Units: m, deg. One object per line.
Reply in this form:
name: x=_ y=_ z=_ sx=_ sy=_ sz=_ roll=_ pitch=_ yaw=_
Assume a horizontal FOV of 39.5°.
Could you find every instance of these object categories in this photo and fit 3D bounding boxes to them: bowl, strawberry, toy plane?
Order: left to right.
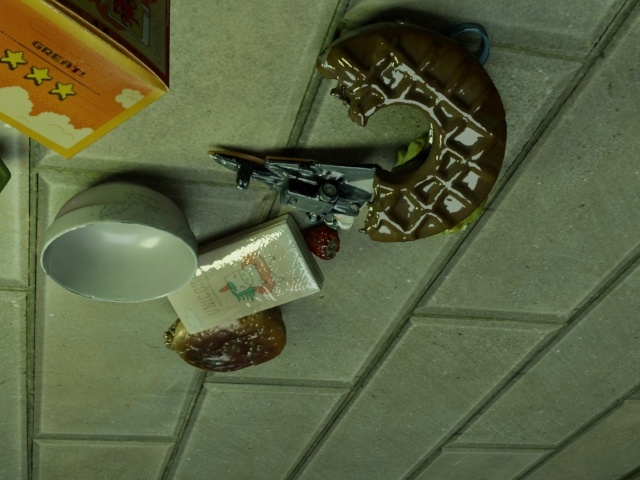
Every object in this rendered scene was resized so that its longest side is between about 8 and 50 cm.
bowl: x=-0.376 y=-0.011 z=1.689 sx=0.287 sy=0.144 sz=0.287 roll=-4 pitch=147 yaw=-3
toy plane: x=-0.055 y=-0.105 z=1.629 sx=0.316 sy=0.103 sz=0.204 roll=9 pitch=145 yaw=-22
strawberry: x=0.000 y=0.000 z=1.845 sx=0.083 sy=0.073 sz=0.073 roll=19 pitch=160 yaw=32

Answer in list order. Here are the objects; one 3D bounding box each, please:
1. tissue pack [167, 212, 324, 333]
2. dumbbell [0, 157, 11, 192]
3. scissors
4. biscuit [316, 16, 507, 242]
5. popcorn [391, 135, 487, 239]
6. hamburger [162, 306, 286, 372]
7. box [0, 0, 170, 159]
tissue pack: x=-0.170 y=0.074 z=1.852 sx=0.325 sy=0.071 sz=0.170 roll=-19 pitch=110 yaw=20
dumbbell: x=-0.619 y=-0.171 z=1.441 sx=0.108 sy=0.121 sz=0.302 roll=16 pitch=154 yaw=22
scissors: x=0.259 y=-0.262 z=1.501 sx=0.125 sy=0.030 sz=0.256 roll=-23 pitch=140 yaw=23
biscuit: x=0.156 y=-0.178 z=1.416 sx=0.268 sy=0.115 sz=0.366 roll=-14 pitch=115 yaw=4
popcorn: x=0.209 y=-0.096 z=1.629 sx=0.198 sy=0.198 sz=0.212 roll=15 pitch=176 yaw=-28
hamburger: x=-0.217 y=0.201 z=2.049 sx=0.286 sy=0.146 sz=0.243 roll=7 pitch=138 yaw=-16
box: x=-0.338 y=-0.307 z=1.113 sx=0.214 sy=0.283 sz=0.259 roll=-26 pitch=142 yaw=26
